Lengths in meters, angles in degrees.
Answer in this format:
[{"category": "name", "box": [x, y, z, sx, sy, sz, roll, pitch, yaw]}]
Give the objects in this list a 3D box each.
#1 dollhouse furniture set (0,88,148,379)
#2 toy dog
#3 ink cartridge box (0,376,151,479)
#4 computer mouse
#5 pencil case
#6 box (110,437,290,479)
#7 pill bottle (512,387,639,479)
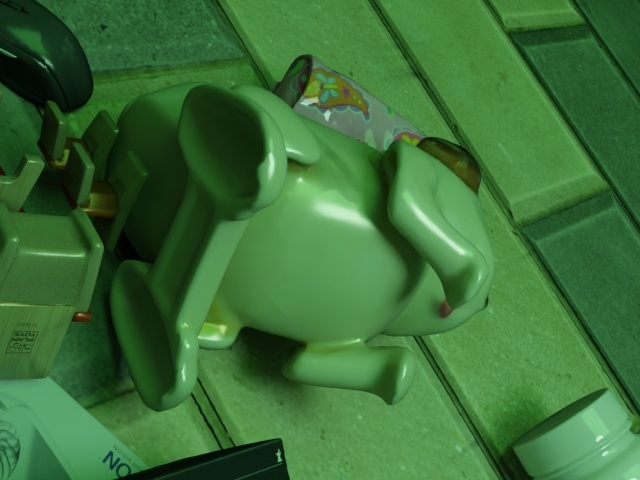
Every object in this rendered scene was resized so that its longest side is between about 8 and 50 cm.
[{"category": "dollhouse furniture set", "box": [-0.285, -0.019, 0.823, 0.262, 0.135, 0.259, 5, 33, -40]}, {"category": "toy dog", "box": [0.000, 0.000, 1.001, 0.408, 0.284, 0.395, 9, 18, -36]}, {"category": "ink cartridge box", "box": [-0.247, 0.210, 0.747, 0.223, 0.045, 0.224, 44, 41, -7]}, {"category": "computer mouse", "box": [-0.349, -0.213, 0.966, 0.262, 0.060, 0.184, 40, 40, -11]}, {"category": "pencil case", "box": [0.062, -0.113, 1.224, 0.284, 0.124, 0.124, 30, 44, -23]}, {"category": "box", "box": [-0.108, 0.258, 0.704, 0.261, 0.103, 0.184, 5, 72, -64]}, {"category": "pill bottle", "box": [0.354, 0.324, 1.116, 0.160, 0.160, 0.283, -21, 76, -48]}]
